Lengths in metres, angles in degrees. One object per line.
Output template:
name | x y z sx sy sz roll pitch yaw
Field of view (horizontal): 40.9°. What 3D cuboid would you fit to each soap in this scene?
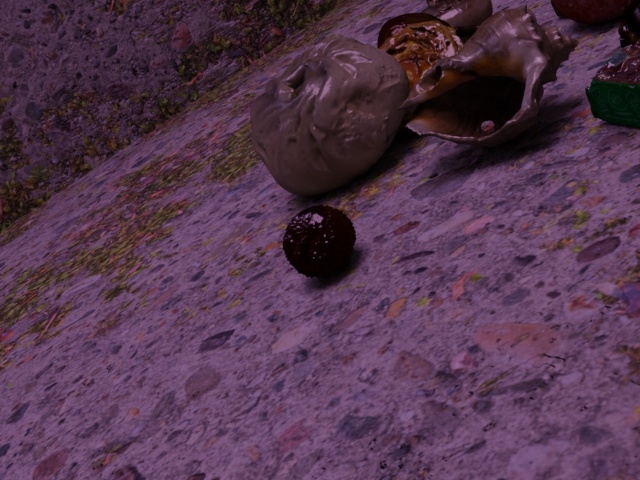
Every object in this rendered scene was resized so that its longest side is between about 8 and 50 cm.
soap | 0.539 -0.240 1.290 0.218 0.098 0.273 -34 21 -10

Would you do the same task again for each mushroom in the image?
mushroom | 0.323 -0.567 2.183 0.226 0.178 0.226 -31 27 18

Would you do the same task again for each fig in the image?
fig | 0.265 -0.482 2.054 0.290 0.190 0.190 -32 21 6

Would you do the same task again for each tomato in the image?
tomato | 0.607 -0.596 1.810 0.270 0.227 0.270 -26 25 13

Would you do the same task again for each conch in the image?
conch | 0.312 -0.263 1.537 0.324 0.186 0.263 -34 35 28

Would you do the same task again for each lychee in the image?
lychee | 0.003 0.000 1.437 0.129 0.123 0.123 -12 9 -33

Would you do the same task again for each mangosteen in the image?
mangosteen | 0.596 -0.396 1.547 0.140 0.140 0.140 -26 22 11

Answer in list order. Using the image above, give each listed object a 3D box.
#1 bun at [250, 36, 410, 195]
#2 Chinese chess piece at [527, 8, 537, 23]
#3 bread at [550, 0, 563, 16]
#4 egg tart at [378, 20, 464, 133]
bun | 0.002 -0.272 1.797 0.360 0.211 0.359 -29 39 27
Chinese chess piece | 0.455 -0.505 2.046 0.122 0.051 0.122 -27 22 12
bread | 0.579 -0.553 1.991 0.085 0.053 0.085 -35 25 19
egg tart | 0.220 -0.342 1.881 0.297 0.132 0.297 -24 50 32
